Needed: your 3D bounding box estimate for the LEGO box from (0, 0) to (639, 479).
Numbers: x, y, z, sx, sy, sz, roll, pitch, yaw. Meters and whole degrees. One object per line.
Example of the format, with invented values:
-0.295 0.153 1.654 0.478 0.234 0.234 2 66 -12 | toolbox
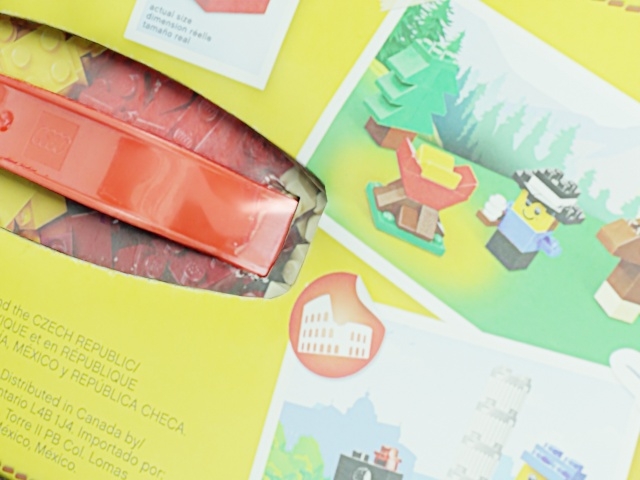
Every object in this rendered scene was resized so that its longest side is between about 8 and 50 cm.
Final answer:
0.000 0.000 0.650 0.500 0.372 0.193 23 91 27 | LEGO box
